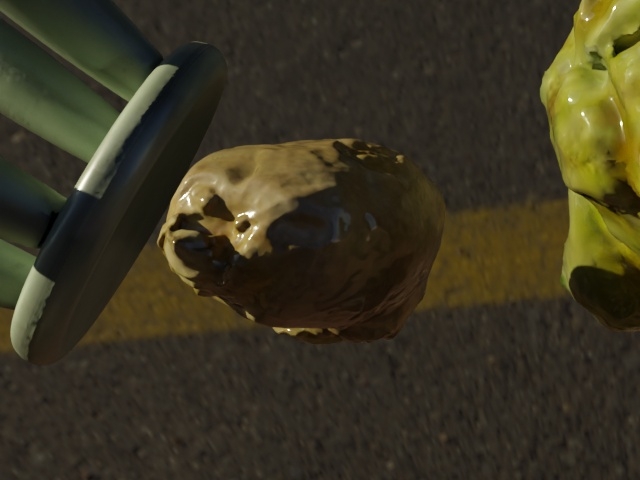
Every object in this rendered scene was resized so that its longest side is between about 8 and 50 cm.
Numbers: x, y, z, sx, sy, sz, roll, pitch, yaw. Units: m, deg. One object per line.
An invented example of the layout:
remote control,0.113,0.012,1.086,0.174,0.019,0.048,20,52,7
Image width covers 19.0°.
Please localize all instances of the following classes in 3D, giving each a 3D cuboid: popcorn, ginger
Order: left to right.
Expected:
ginger,0.000,0.000,1.263,0.138,0.267,0.152,33,96,34
popcorn,0.294,-0.088,1.286,0.274,0.279,0.335,0,32,44

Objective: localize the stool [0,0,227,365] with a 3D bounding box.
stool,-0.179,-0.059,1.019,0.199,0.195,0.195,29,66,0
